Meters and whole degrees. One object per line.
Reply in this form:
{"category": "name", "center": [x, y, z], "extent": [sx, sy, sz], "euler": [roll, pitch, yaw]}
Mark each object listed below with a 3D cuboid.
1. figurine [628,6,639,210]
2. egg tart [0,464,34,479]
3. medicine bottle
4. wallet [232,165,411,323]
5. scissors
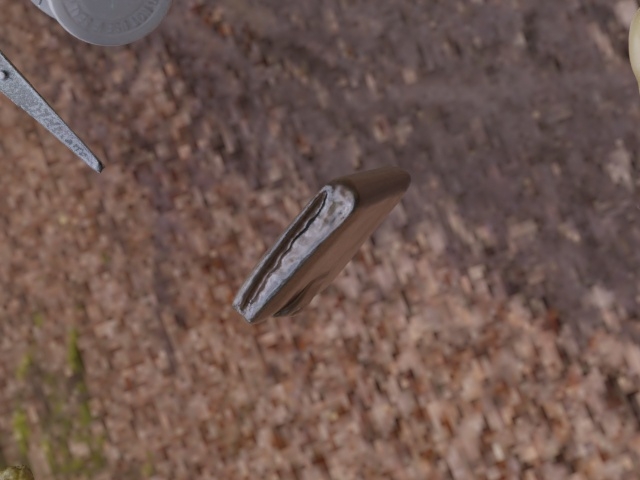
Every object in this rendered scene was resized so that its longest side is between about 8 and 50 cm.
{"category": "figurine", "center": [0.238, -0.065, 1.019], "extent": [0.114, 0.108, 0.196], "euler": [-21, -66, -75]}
{"category": "egg tart", "center": [-0.145, 0.141, 0.693], "extent": [0.039, 0.105, 0.105], "euler": [53, 179, -26]}
{"category": "medicine bottle", "center": [-0.169, -0.232, 1.258], "extent": [0.215, 0.135, 0.135], "euler": [-113, 7, -55]}
{"category": "wallet", "center": [0.000, 0.000, 1.045], "extent": [0.039, 0.118, 0.152], "euler": [41, -167, 6]}
{"category": "scissors", "center": [-0.201, -0.108, 1.022], "extent": [0.189, 0.100, 0.015], "euler": [45, -158, -10]}
